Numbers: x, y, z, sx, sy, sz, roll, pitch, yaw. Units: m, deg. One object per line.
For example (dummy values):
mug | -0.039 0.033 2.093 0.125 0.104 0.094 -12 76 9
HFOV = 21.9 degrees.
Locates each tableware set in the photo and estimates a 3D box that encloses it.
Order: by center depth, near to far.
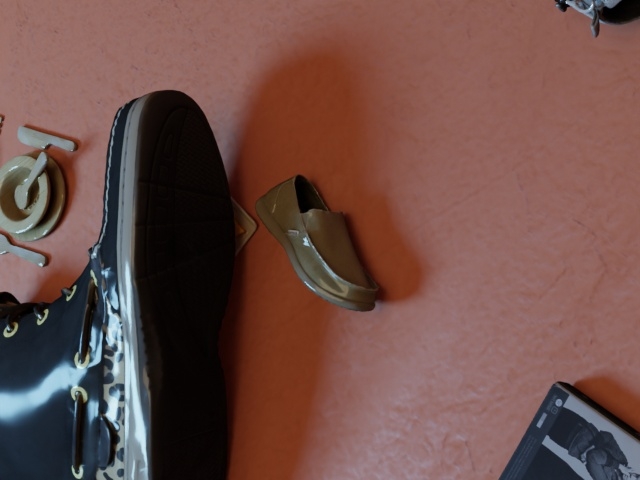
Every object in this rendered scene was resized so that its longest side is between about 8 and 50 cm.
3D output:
tableware set | -0.326 -0.057 1.598 0.194 0.039 0.128 16 93 35

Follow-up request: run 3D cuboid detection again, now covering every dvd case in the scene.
dvd case | 0.221 0.240 1.190 0.238 0.029 0.179 36 104 32

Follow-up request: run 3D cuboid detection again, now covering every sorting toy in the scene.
sorting toy | -0.097 -0.017 1.452 0.083 0.012 0.062 46 109 29

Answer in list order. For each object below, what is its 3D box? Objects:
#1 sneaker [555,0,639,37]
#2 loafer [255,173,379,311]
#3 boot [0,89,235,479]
sneaker | 0.193 -0.211 1.222 0.281 0.105 0.115 11 90 34
loafer | 0.000 0.000 1.357 0.148 0.056 0.050 47 116 29
boot | -0.219 0.063 1.448 0.284 0.138 0.377 0 95 35
